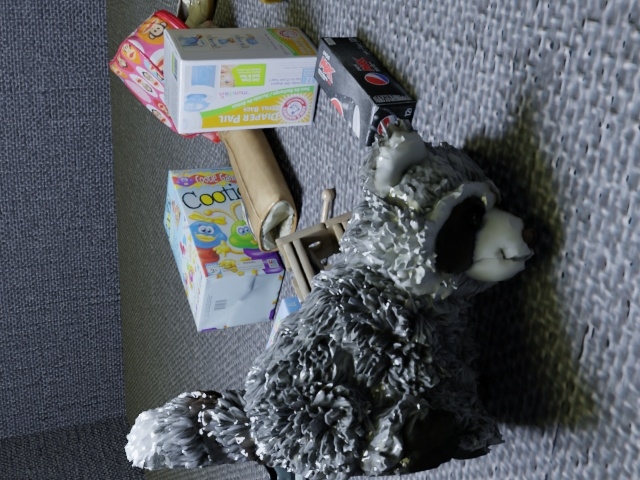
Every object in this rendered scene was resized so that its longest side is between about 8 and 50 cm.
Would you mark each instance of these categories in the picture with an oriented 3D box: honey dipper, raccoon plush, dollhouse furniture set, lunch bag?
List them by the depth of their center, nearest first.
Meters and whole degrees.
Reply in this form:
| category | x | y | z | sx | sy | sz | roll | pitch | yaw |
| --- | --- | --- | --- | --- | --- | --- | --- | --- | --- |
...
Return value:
| category | x | y | z | sx | sy | sz | roll | pitch | yaw |
| --- | --- | --- | --- | --- | --- | --- | --- | --- | --- |
| raccoon plush | -0.017 | 0.063 | 0.741 | 0.216 | 0.446 | 0.299 | 18 | -116 | -78 |
| dollhouse furniture set | 0.041 | 0.072 | 0.956 | 0.184 | 0.129 | 0.129 | 73 | 175 | -57 |
| honey dipper | 0.000 | 0.000 | 1.116 | 0.030 | 0.030 | 0.161 | -130 | 41 | -53 |
| lunch bag | -0.268 | -0.293 | 1.471 | 0.258 | 0.120 | 0.293 | 47 | 166 | -19 |

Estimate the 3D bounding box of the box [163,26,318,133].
| category | x | y | z | sx | sy | sz | roll | pitch | yaw |
| --- | --- | --- | --- | --- | --- | --- | --- | --- | --- |
| box | -0.112 | -0.230 | 1.094 | 0.103 | 0.203 | 0.114 | -120 | 31 | -45 |

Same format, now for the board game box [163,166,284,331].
| category | x | y | z | sx | sy | sz | roll | pitch | yaw |
| --- | --- | --- | --- | --- | --- | --- | --- | --- | --- |
| board game box | -0.183 | 0.008 | 1.408 | 0.144 | 0.142 | 0.275 | 107 | 148 | -43 |

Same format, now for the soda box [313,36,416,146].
| category | x | y | z | sx | sy | sz | roll | pitch | yaw |
| --- | --- | --- | --- | --- | --- | --- | --- | --- | --- |
| soda box | 0.048 | -0.180 | 0.919 | 0.169 | 0.053 | 0.060 | -120 | 32 | -44 |

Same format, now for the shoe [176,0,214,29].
| category | x | y | z | sx | sy | sz | roll | pitch | yaw |
| --- | --- | --- | --- | --- | --- | --- | --- | --- | --- |
| shoe | -0.260 | -0.469 | 1.569 | 0.219 | 0.058 | 0.077 | 133 | 126 | -62 |

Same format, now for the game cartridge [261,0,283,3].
| category | x | y | z | sx | sy | sz | roll | pitch | yaw |
| --- | --- | --- | --- | --- | --- | --- | --- | --- | --- |
| game cartridge | -0.142 | -0.557 | 1.193 | 0.323 | 0.052 | 0.285 | 41 | 135 | 39 |

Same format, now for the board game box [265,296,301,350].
| category | x | y | z | sx | sy | sz | roll | pitch | yaw |
| --- | --- | --- | --- | --- | --- | --- | --- | --- | --- |
| board game box | -0.030 | 0.221 | 1.236 | 0.160 | 0.039 | 0.212 | 110 | 147 | -48 |

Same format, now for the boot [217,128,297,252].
| category | x | y | z | sx | sy | sz | roll | pitch | yaw |
| --- | --- | --- | --- | --- | --- | --- | --- | --- | --- |
| boot | -0.101 | -0.155 | 1.253 | 0.236 | 0.089 | 0.270 | 94 | 158 | -53 |

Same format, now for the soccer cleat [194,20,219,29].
| category | x | y | z | sx | sy | sz | roll | pitch | yaw |
| --- | --- | --- | --- | --- | --- | --- | --- | --- | --- |
| soccer cleat | -0.212 | -0.388 | 1.472 | 0.196 | 0.068 | 0.076 | 7 | 84 | 64 |

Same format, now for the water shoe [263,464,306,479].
| category | x | y | z | sx | sy | sz | roll | pitch | yaw |
| --- | --- | --- | --- | --- | --- | --- | --- | --- | --- |
| water shoe | -0.079 | 0.342 | 1.330 | 0.073 | 0.080 | 0.203 | 135 | 125 | -62 |

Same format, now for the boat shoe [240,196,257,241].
| category | x | y | z | sx | sy | sz | roll | pitch | yaw |
| --- | --- | --- | --- | --- | --- | --- | --- | --- | --- |
| boat shoe | -0.113 | -0.043 | 1.345 | 0.043 | 0.049 | 0.137 | -61 | 36 | 40 |
